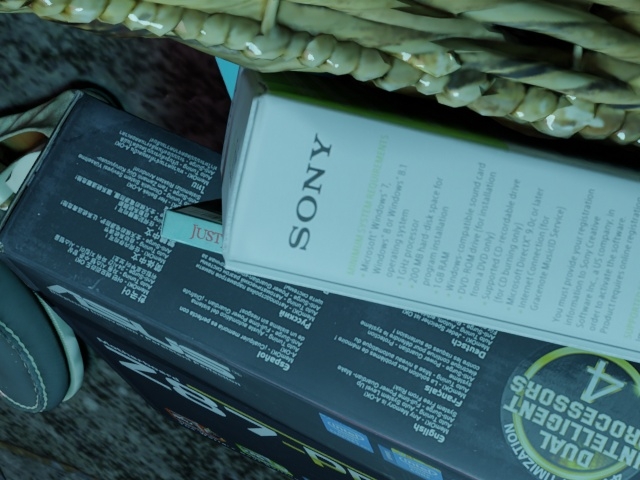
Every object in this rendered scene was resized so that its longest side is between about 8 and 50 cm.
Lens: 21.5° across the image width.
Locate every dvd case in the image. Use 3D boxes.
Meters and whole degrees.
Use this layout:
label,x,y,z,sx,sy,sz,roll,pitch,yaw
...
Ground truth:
label,x,y,z,sx,sy,sz,roll,pitch,yaw
dvd case,0.000,0.000,0.642,0.087,0.119,0.013,15,97,14

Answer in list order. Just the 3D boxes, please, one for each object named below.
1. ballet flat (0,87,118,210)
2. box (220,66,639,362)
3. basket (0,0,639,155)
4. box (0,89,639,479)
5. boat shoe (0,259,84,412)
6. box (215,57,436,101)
label,x,y,z,sx,sy,sz,roll,pitch,yaw
ballet flat,-0.176,-0.046,0.985,0.057,0.052,0.168,45,145,-15
box,0.124,0.002,0.586,0.322,0.058,0.232,14,-173,-5
basket,0.024,-0.156,0.540,0.299,0.213,0.223,11,-172,-15
box,0.067,0.092,0.830,0.395,0.097,0.318,24,165,15
boat shoe,-0.275,0.014,1.098,0.116,0.099,0.319,-2,132,41
box,-0.011,-0.141,0.689,0.060,0.100,0.244,10,139,30
